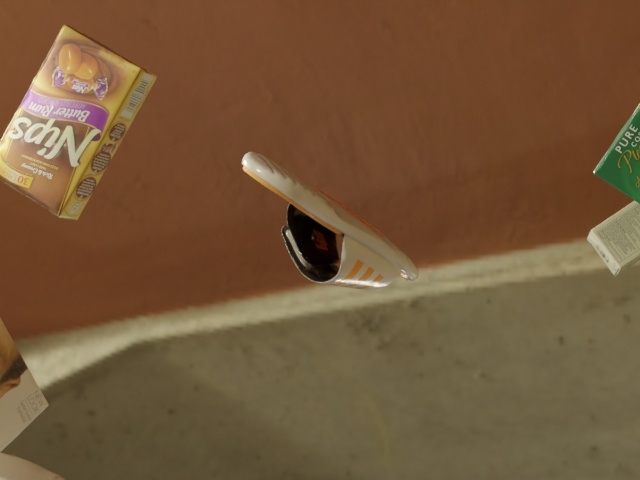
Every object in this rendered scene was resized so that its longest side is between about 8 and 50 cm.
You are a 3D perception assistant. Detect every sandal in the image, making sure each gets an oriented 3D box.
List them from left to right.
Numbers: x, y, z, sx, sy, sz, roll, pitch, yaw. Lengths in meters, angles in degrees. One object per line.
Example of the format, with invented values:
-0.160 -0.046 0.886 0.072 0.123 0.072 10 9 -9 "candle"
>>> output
-0.007 -0.006 1.360 0.076 0.102 0.265 -54 -41 4 "sandal"

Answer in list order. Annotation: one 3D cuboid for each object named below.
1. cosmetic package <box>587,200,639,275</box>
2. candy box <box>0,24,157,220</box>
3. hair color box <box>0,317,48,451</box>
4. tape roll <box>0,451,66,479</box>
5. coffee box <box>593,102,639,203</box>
0.379 -0.015 1.658 0.115 0.060 0.041 -32 -15 -7 "cosmetic package"
-0.274 -0.128 1.546 0.109 0.186 0.053 30 5 16 "candy box"
-0.505 0.232 1.688 0.110 0.339 0.185 6 -50 38 "hair color box"
-0.382 0.417 1.518 0.392 0.072 0.392 2 -80 8 "tape roll"
0.405 -0.071 1.533 0.184 0.040 0.113 33 -73 9 "coffee box"
